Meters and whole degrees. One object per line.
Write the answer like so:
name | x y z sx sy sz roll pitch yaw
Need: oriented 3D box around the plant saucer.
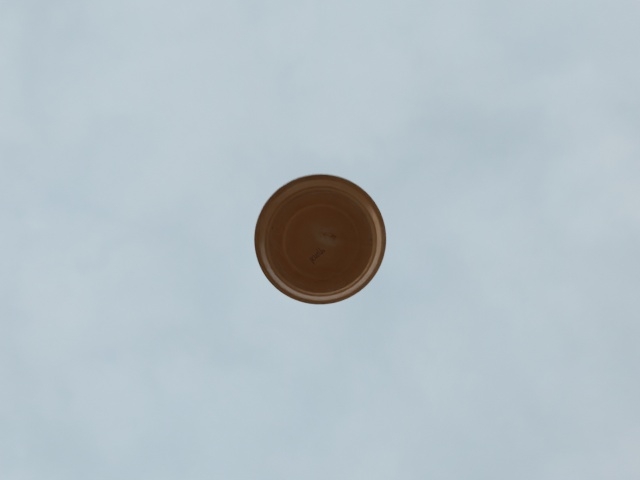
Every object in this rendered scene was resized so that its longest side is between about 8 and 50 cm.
plant saucer | 0.000 0.000 0.578 0.084 0.013 0.083 0 -80 -2
